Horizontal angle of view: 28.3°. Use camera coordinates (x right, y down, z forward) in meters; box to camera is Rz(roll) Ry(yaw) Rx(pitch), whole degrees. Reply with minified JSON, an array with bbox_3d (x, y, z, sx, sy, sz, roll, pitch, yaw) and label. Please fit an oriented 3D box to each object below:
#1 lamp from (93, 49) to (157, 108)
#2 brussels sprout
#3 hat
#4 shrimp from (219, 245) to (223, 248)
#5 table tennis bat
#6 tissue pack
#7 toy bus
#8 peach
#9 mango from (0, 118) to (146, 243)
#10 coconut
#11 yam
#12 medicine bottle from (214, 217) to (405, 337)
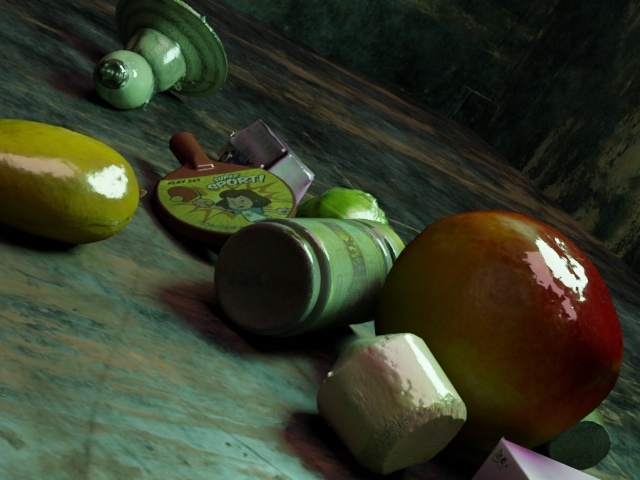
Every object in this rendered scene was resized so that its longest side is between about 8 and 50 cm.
[{"bbox_3d":[-0.327,-0.269,2.141,0.101,0.101,0.250,34,3,1],"label":"lamp"},{"bbox_3d":[0.022,-0.002,1.968,0.122,0.151,0.149,-31,89,-42],"label":"brussels sprout"},{"bbox_3d":[-0.301,-0.331,2.327,0.252,0.252,0.110,34,57,3],"label":"hat"},{"bbox_3d":[-0.114,-0.018,1.884,0.150,0.051,0.217,28,23,-32],"label":"shrimp"},{"bbox_3d":[-0.153,-0.074,1.844,0.200,0.038,0.310,-9,34,-23],"label":"table tennis bat"},{"bbox_3d":[0.306,0.342,1.517,0.246,0.092,0.148,25,16,-28],"label":"tissue pack"},{"bbox_3d":[-0.094,-0.115,2.059,0.090,0.112,0.274,44,3,-23],"label":"toy bus"},{"bbox_3d":[0.236,0.121,1.655,0.332,0.307,0.308,25,6,40],"label":"peach"},{"bbox_3d":[-0.336,-0.073,1.468,0.317,0.119,0.176,10,28,-37],"label":"mango"},{"bbox_3d":[0.075,0.178,1.457,0.147,0.147,0.152,12,35,-55],"label":"coconut"},{"bbox_3d":[0.354,0.247,1.912,0.106,0.106,0.259,29,17,-17],"label":"yam"},{"bbox_3d":[-0.005,0.045,1.693,0.151,0.151,0.322,39,16,19],"label":"medicine bottle"}]
